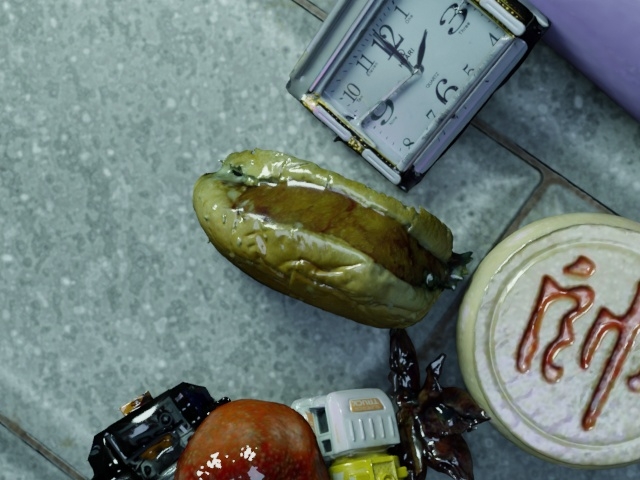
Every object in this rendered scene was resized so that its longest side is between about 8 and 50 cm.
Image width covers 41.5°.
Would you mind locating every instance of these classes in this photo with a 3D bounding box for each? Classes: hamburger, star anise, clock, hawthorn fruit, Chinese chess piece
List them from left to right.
[{"bbox_3d":[-0.062,0.227,0.827,0.157,0.194,0.156,2,115,4],"label":"hawthorn fruit"},{"bbox_3d":[0.000,0.000,0.873,0.309,0.211,0.132,22,87,6],"label":"hamburger"},{"bbox_3d":[0.095,-0.193,0.895,0.186,0.083,0.253,42,124,4],"label":"clock"},{"bbox_3d":[0.121,0.199,0.907,0.157,0.054,0.212,11,90,45],"label":"star anise"},{"bbox_3d":[0.279,0.104,0.895,0.270,0.112,0.269,0,88,5],"label":"Chinese chess piece"}]

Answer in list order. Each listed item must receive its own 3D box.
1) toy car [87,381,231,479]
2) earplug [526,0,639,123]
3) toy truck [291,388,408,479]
[{"bbox_3d":[-0.124,0.300,0.925,0.193,0.118,0.301,-32,82,-15],"label":"toy car"},{"bbox_3d":[0.357,-0.217,0.853,0.456,0.215,0.215,39,93,8],"label":"earplug"},{"bbox_3d":[0.042,0.265,0.875,0.098,0.114,0.226,2,68,-33],"label":"toy truck"}]
